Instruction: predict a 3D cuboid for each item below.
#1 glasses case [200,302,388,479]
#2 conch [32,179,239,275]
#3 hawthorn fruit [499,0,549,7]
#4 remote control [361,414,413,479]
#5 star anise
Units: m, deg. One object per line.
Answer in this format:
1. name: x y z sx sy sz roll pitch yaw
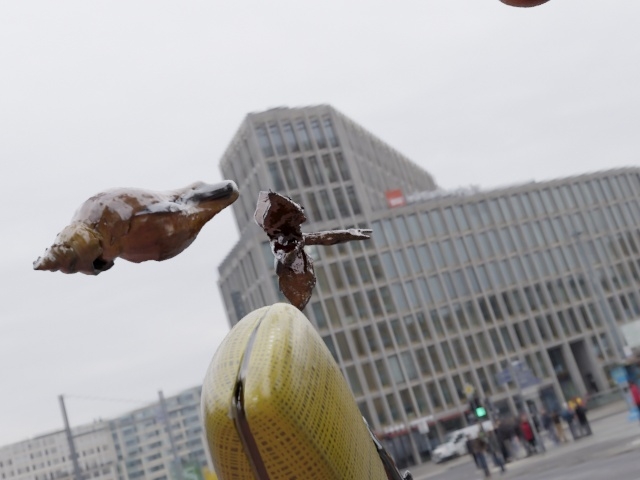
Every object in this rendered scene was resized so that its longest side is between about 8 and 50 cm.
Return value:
1. glasses case: 0.005 0.136 0.406 0.064 0.234 0.079 -9 32 19
2. conch: -0.182 -0.021 0.896 0.233 0.086 0.080 -18 -28 -19
3. hawthorn fruit: 0.228 -0.313 0.967 0.128 0.128 0.128 -17 -14 -4
4. remote control: 0.074 0.362 1.057 0.145 0.398 0.062 -12 27 25
5. star anise: -0.002 -0.006 1.059 0.144 0.158 0.140 -13 13 -2
